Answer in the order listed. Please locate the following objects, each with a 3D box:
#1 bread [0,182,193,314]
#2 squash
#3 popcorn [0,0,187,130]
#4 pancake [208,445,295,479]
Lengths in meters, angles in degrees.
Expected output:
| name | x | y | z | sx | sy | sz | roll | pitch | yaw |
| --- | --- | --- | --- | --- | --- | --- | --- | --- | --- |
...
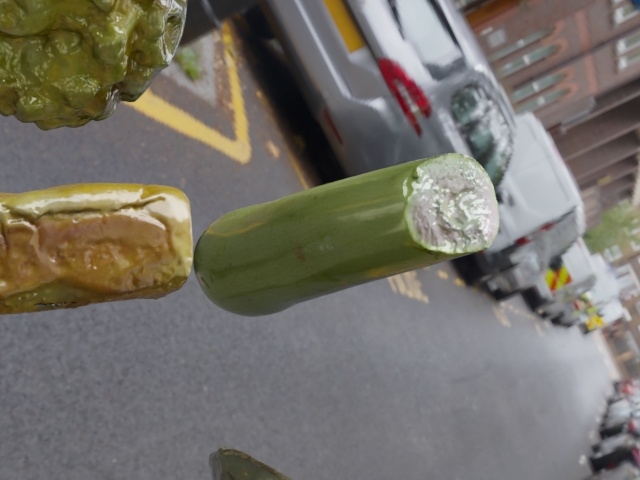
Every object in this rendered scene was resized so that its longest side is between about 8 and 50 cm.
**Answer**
| name | x | y | z | sx | sy | sz | roll | pitch | yaw |
| --- | --- | --- | --- | --- | --- | --- | --- | --- | --- |
| bread | -0.283 | 0.009 | 0.993 | 0.167 | 0.294 | 0.132 | -173 | -99 | -68 |
| squash | 0.000 | 0.000 | 0.655 | 0.083 | 0.250 | 0.083 | 13 | 70 | -39 |
| popcorn | -0.173 | -0.185 | 0.678 | 0.169 | 0.218 | 0.189 | 15 | 41 | -15 |
| pancake | 0.001 | 0.218 | 0.640 | 0.222 | 0.042 | 0.236 | 47 | -22 | -8 |
